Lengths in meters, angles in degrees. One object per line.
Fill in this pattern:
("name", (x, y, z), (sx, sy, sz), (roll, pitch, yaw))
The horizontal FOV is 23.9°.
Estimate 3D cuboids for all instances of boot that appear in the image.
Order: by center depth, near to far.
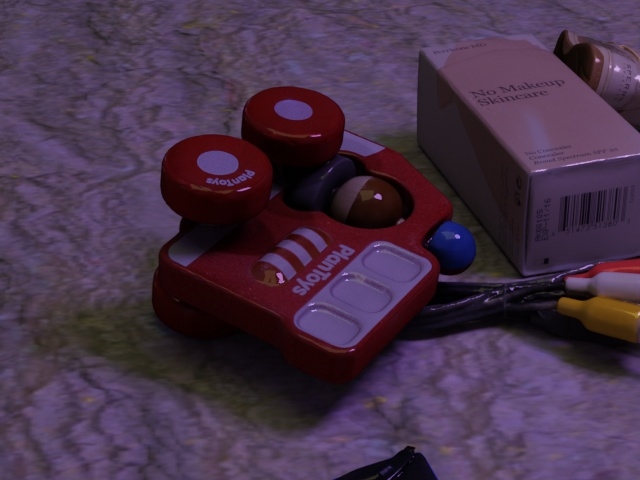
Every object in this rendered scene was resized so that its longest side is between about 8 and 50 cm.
("boot", (0.370, -0.174, 1.741), (0.204, 0.095, 0.262), (13, 7, -5))

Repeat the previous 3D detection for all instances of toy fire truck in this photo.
("toy fire truck", (0.000, 0.000, 1.396), (0.254, 0.169, 0.302), (26, 39, 22))

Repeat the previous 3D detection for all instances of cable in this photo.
("cable", (0.196, 0.042, 1.400), (0.287, 0.072, 0.139), (7, 33, 13))

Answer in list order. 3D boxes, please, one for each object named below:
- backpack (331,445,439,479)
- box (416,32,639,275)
("backpack", (0.033, 0.222, 1.071), (0.120, 0.101, 0.098), (-14, 31, -13))
("box", (0.218, -0.099, 1.590), (0.148, 0.121, 0.311), (-11, 32, -15))
